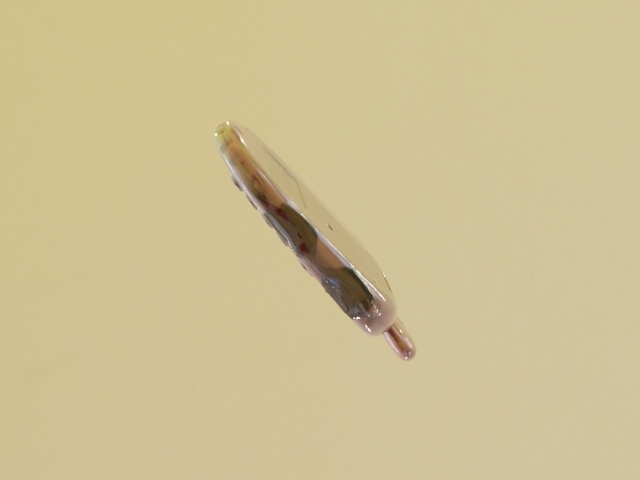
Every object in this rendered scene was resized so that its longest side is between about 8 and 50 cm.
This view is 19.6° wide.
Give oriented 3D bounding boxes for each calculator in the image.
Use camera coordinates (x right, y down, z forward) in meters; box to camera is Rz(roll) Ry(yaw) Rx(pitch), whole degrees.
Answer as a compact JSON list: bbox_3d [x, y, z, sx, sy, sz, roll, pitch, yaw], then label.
[{"bbox_3d":[0.000,0.000,0.989,0.024,0.166,0.103,-39,-159,7],"label":"calculator"}]
